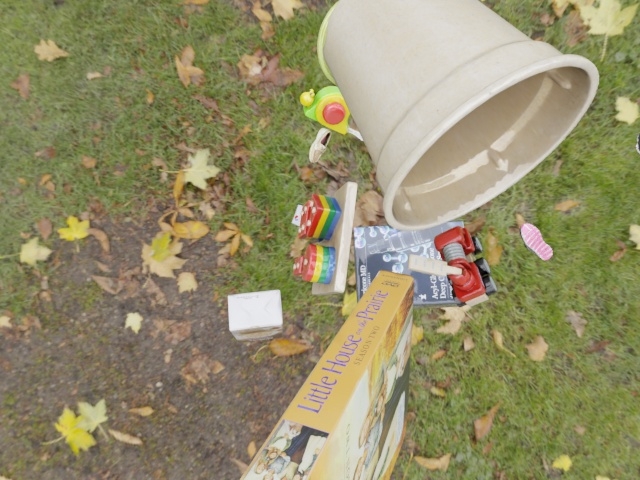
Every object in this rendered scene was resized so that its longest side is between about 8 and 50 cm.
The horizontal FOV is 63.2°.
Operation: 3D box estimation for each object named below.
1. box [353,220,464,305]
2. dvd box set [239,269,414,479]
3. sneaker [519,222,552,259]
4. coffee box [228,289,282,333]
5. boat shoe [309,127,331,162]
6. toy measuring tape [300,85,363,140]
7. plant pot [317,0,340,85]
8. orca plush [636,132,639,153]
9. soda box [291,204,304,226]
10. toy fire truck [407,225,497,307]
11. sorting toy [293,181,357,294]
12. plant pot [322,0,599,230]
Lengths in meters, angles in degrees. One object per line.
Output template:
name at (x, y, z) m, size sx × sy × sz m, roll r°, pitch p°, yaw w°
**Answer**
box at (0.323, 0.101, 1.908) m, size 0.395 × 0.212 × 0.294 m, roll -4°, pitch 78°, yaw 4°
dvd box set at (0.035, 0.262, 0.642) m, size 0.062 × 0.420 × 0.308 m, roll 8°, pitch 114°, yaw 21°
sneaker at (0.735, 0.000, 1.809) m, size 0.170 × 0.075 × 0.063 m, roll 42°, pitch 92°, yaw -23°
coffee box at (-0.177, 0.218, 1.465) m, size 0.141 × 0.246 × 0.098 m, roll -5°, pitch 72°, yaw -4°
boat shoe at (0.000, -0.352, 1.935) m, size 0.045 × 0.050 × 0.135 m, roll 24°, pitch 97°, yaw 40°
toy measuring tape at (0.088, -0.391, 1.607) m, size 0.330 × 0.121 × 0.121 m, roll 18°, pitch 96°, yaw -28°
plant pot at (0.173, -0.543, 1.484) m, size 0.254 × 0.276 × 0.276 m, roll 40°, pitch 100°, yaw 46°
orca plush at (0.609, -0.131, 0.770) m, size 0.287 × 0.102 × 0.151 m, roll 20°, pitch 84°, yaw -23°
soda box at (-0.002, -0.070, 1.904) m, size 0.069 × 0.216 × 0.074 m, roll 24°, pitch 97°, yaw 38°
toy fire truck at (0.359, 0.055, 1.463) m, size 0.158 × 0.246 × 0.217 m, roll -27°, pitch 49°, yaw 25°
sorting toy at (0.000, 0.000, 1.295) m, size 0.089 × 0.255 × 0.257 m, roll 10°, pitch 81°, yaw -12°
plant pot at (0.168, -0.234, 0.782) m, size 0.334 × 0.334 × 0.305 m, roll -33°, pitch 66°, yaw 9°
